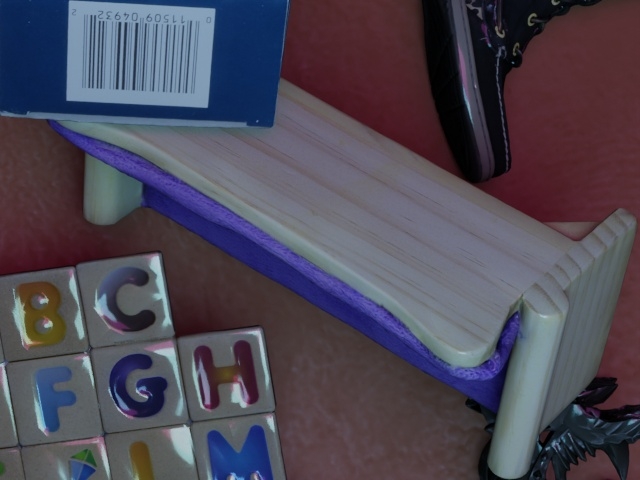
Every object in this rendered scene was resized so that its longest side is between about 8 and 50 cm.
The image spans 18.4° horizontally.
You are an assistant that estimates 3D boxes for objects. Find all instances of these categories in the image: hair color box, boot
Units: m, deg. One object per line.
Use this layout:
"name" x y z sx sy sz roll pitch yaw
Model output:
"hair color box" -0.115 -0.215 1.279 0.174 0.105 0.347 3 39 -7
"boot" 0.166 -0.166 1.419 0.179 0.085 0.236 -7 82 -10

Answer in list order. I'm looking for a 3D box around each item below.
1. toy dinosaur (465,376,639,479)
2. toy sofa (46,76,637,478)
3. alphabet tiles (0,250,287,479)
"toy dinosaur" 0.150 0.205 1.337 0.322 0.164 0.218 6 97 -29
"toy sofa" 0.000 0.000 1.250 0.363 0.150 0.177 30 47 23
"alphabet tiles" -0.160 0.185 1.298 0.285 0.011 0.342 -8 99 7
